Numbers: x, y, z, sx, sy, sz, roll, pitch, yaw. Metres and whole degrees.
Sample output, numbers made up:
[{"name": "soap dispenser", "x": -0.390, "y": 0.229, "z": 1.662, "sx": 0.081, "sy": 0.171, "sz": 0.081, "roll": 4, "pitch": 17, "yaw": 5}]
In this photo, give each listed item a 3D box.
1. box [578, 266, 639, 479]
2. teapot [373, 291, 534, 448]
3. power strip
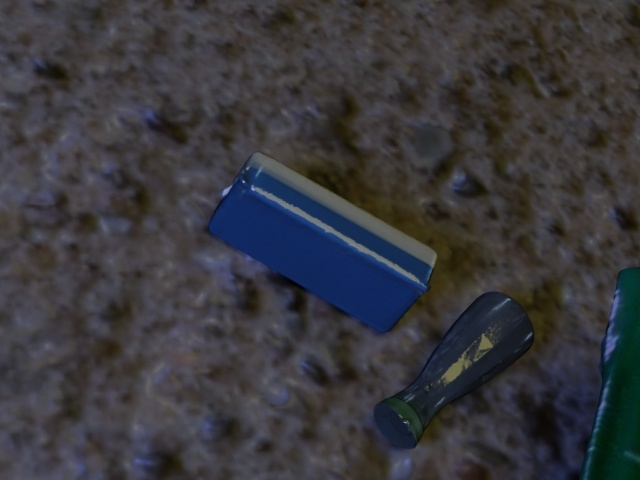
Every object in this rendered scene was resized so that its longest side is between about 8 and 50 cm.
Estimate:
[{"name": "box", "x": 0.262, "y": 0.202, "z": 0.745, "sx": 0.336, "sy": 0.106, "sz": 0.264, "roll": 29, "pitch": 52, "yaw": -7}, {"name": "teapot", "x": 0.071, "y": 0.073, "z": 0.777, "sx": 0.043, "sy": 0.043, "sz": 0.110, "roll": 47, "pitch": 54, "yaw": 8}, {"name": "power strip", "x": 0.000, "y": 0.000, "z": 0.778, "sx": 0.123, "sy": 0.056, "sz": 0.032, "roll": 30, "pitch": 50, "yaw": -5}]
